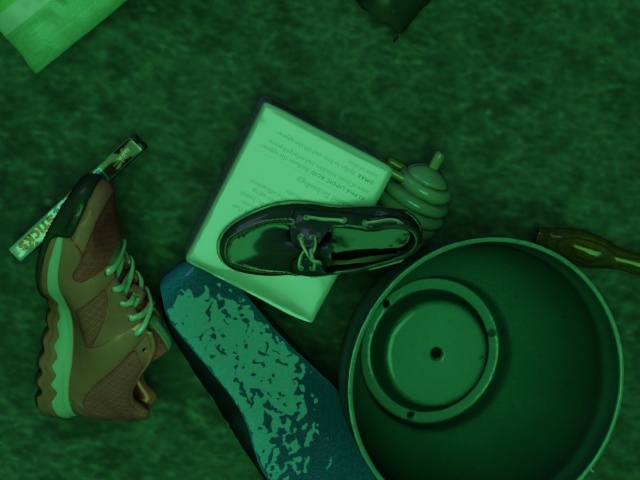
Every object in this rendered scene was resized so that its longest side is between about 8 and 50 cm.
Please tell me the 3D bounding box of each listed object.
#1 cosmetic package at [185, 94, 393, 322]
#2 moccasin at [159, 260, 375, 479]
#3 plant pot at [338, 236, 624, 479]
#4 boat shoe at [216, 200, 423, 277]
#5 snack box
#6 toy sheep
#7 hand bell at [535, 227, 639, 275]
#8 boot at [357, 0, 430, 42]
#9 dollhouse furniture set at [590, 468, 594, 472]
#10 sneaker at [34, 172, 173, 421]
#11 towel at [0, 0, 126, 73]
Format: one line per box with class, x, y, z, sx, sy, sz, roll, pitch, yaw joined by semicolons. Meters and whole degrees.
cosmetic package;-0.036;-0.038;1.492;0.151;0.151;0.183;27;98;-7
moccasin;-0.050;0.161;1.545;0.138;0.117;0.342;-31;94;-10
plant pot;0.145;0.133;1.490;0.293;0.196;0.293;-1;96;-14
boat shoe;0.000;0.000;1.389;0.206;0.065;0.075;-4;101;-4
snack box;-0.262;-0.048;1.524;0.178;0.064;0.022;-42;96;4
toy sheep;0.097;-0.041;1.530;0.091;0.091;0.132;26;115;-6
hand bell;0.357;0.029;1.559;0.242;0.126;0.126;16;98;9
boot;0.055;-0.319;1.495;0.198;0.077;0.137;40;100;-6
dollhouse furniture set;0.253;0.229;1.579;0.114;0.081;0.091;36;95;-7
sneaker;-0.217;0.066;1.479;0.136;0.116;0.314;13;126;5
towel;-0.304;-0.374;1.444;0.248;0.038;0.325;-37;104;8
